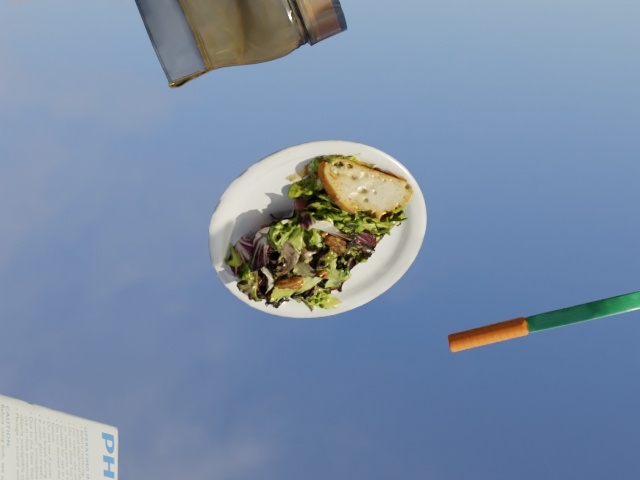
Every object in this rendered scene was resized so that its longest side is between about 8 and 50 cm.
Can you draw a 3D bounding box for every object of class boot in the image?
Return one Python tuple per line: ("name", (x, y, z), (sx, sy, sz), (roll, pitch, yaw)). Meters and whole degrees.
("boot", (-0.076, -0.186, 0.590), (0.106, 0.219, 0.082), (-26, -161, 2))

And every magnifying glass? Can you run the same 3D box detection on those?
("magnifying glass", (0.257, 0.090, 1.266), (0.231, 0.026, 0.092), (-13, 175, 13))

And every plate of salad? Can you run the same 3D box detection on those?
("plate of salad", (0.000, 0.000, 1.008), (0.199, 0.200, 0.048), (2, -143, -15))

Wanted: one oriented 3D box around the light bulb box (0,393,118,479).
("light bulb box", (-0.462, 0.304, 1.235), (0.357, 0.225, 0.361), (-9, 160, 18))
